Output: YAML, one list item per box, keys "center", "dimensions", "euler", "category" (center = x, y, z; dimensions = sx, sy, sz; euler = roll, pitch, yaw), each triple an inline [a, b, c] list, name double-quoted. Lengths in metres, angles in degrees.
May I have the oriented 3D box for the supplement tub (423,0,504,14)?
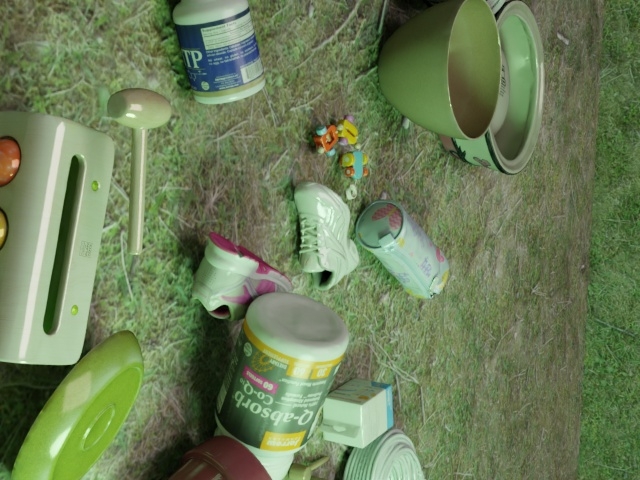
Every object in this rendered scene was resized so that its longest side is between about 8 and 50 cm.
- center: [0.269, -0.575, 1.913]
  dimensions: [0.272, 0.191, 0.191]
  euler: [21, 77, -58]
  category: "supplement tub"

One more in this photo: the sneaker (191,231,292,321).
- center: [-0.133, 0.070, 1.446]
  dimensions: [0.111, 0.103, 0.252]
  euler: [-57, 154, -1]
  category: "sneaker"

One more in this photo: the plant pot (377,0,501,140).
- center: [0.228, -0.346, 1.880]
  dimensions: [0.284, 0.191, 0.284]
  euler: [-12, 104, -58]
  category: "plant pot"

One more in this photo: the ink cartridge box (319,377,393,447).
- center: [0.070, 0.339, 1.815]
  dimensions: [0.143, 0.092, 0.090]
  euler: [-19, 110, -57]
  category: "ink cartridge box"

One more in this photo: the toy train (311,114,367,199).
- center: [0.031, -0.162, 1.727]
  dimensions: [0.125, 0.046, 0.166]
  euler: [-58, 137, -35]
  category: "toy train"

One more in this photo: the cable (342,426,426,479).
- center: [0.127, 0.517, 1.935]
  dimensions: [0.257, 0.089, 0.257]
  euler: [-48, 132, -50]
  category: "cable"

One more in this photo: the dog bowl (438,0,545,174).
- center: [0.400, -0.361, 2.204]
  dimensions: [0.408, 0.150, 0.408]
  euler: [-12, 105, -57]
  category: "dog bowl"

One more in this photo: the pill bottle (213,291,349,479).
- center: [-0.071, 0.232, 1.430]
  dimensions: [0.162, 0.162, 0.278]
  euler: [-22, 137, -56]
  category: "pill bottle"

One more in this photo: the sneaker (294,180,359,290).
- center: [0.000, 0.000, 1.658]
  dimensions: [0.115, 0.090, 0.232]
  euler: [-54, 137, -35]
  category: "sneaker"

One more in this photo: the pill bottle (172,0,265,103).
- center: [-0.151, -0.302, 1.335]
  dimensions: [0.112, 0.112, 0.186]
  euler: [-44, 130, -47]
  category: "pill bottle"

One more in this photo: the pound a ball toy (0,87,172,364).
- center: [-0.303, -0.024, 1.032]
  dimensions: [0.136, 0.208, 0.319]
  euler: [16, 82, -59]
  category: "pound a ball toy"

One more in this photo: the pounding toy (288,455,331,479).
- center: [0.013, 0.494, 1.743]
  dimensions: [0.181, 0.094, 0.206]
  euler: [-60, 142, -34]
  category: "pounding toy"

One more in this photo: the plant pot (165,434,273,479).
- center: [-0.175, 0.412, 1.344]
  dimensions: [0.180, 0.201, 0.201]
  euler: [-26, 118, -38]
  category: "plant pot"

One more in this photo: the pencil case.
- center: [0.172, 0.023, 1.916]
  dimensions: [0.273, 0.113, 0.124]
  euler: [45, 35, -51]
  category: "pencil case"

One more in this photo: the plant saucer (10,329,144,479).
- center: [-0.288, 0.223, 1.146]
  dimensions: [0.241, 0.037, 0.241]
  euler: [-57, 170, -16]
  category: "plant saucer"
